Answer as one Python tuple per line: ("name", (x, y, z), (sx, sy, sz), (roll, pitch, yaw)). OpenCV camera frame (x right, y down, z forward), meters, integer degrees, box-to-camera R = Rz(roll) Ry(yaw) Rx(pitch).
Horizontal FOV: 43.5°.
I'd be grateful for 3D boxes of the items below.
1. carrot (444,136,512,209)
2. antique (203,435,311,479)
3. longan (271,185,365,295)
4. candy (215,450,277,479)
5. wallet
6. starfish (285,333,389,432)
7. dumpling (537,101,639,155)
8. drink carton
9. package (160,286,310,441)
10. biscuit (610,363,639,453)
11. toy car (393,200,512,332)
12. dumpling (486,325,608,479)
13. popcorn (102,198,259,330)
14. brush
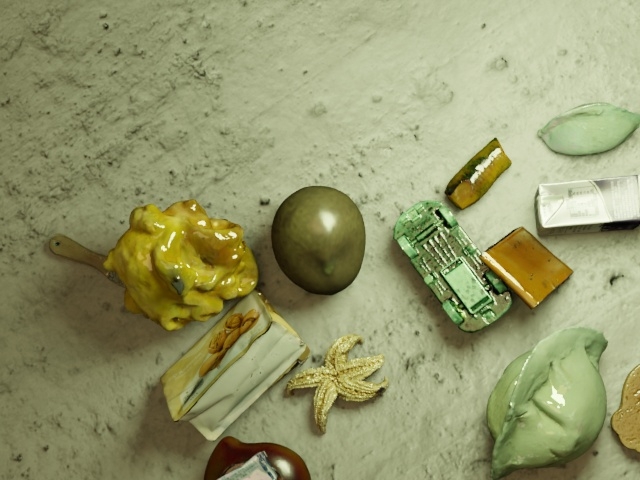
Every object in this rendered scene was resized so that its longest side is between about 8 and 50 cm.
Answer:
("carrot", (0.354, -0.146, 1.789), (0.173, 0.082, 0.082), (-45, 77, 2))
("antique", (-0.131, 0.547, 1.752), (0.278, 0.129, 0.223), (41, 87, 13))
("longan", (0.000, 0.000, 1.757), (0.215, 0.246, 0.246), (-25, 78, 17))
("candy", (-0.171, 0.507, 1.652), (0.160, 0.092, 0.073), (-33, 82, -1))
("wallet", (0.435, 0.056, 1.703), (0.161, 0.195, 0.042), (43, 130, 14))
("starfish", (0.033, 0.318, 1.791), (0.238, 0.071, 0.216), (-5, 75, 16))
("dumpling", (0.579, -0.258, 1.739), (0.217, 0.149, 0.105), (-4, 41, 17))
("drink carton", (0.573, -0.071, 1.711), (0.222, 0.134, 0.101), (-5, 83, 10))
("package", (-0.188, 0.289, 1.809), (0.311, 0.221, 0.165), (-45, 117, 0))
("biscuit", (0.709, 0.348, 1.668), (0.181, 0.049, 0.208), (17, 85, 12))
("toy car", (0.287, 0.057, 1.750), (0.136, 0.125, 0.306), (-38, 71, 7))
("dumpling", (0.444, 0.335, 1.650), (0.270, 0.212, 0.320), (19, 68, -23))
("popcorn", (-0.310, 0.047, 1.773), (0.316, 0.281, 0.297), (-28, 114, 4))
("brush", (-0.521, 0.059, 1.931), (0.327, 0.065, 0.070), (22, 89, 14))
